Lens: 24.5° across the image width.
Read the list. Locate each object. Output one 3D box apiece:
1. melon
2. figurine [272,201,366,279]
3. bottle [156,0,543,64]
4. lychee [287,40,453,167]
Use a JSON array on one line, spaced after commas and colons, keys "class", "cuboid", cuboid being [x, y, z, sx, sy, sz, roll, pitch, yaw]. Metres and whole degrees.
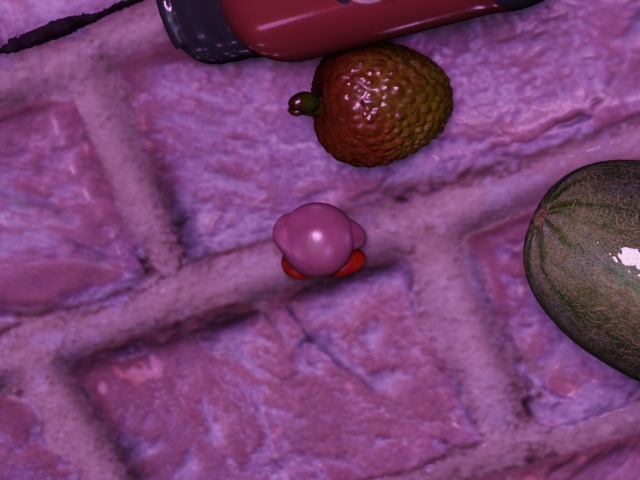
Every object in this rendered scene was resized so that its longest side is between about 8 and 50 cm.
[{"class": "melon", "cuboid": [0.308, 0.039, 1.222, 0.287, 0.182, 0.182, 27, 110, 2]}, {"class": "figurine", "cuboid": [0.000, 0.000, 1.325, 0.083, 0.067, 0.071, -11, 127, -3]}, {"class": "bottle", "cuboid": [0.016, -0.223, 1.172, 0.336, 0.144, 0.144, -9, 107, 34]}, {"class": "lychee", "cuboid": [0.042, -0.119, 1.253, 0.146, 0.114, 0.114, -6, 108, -11]}]
